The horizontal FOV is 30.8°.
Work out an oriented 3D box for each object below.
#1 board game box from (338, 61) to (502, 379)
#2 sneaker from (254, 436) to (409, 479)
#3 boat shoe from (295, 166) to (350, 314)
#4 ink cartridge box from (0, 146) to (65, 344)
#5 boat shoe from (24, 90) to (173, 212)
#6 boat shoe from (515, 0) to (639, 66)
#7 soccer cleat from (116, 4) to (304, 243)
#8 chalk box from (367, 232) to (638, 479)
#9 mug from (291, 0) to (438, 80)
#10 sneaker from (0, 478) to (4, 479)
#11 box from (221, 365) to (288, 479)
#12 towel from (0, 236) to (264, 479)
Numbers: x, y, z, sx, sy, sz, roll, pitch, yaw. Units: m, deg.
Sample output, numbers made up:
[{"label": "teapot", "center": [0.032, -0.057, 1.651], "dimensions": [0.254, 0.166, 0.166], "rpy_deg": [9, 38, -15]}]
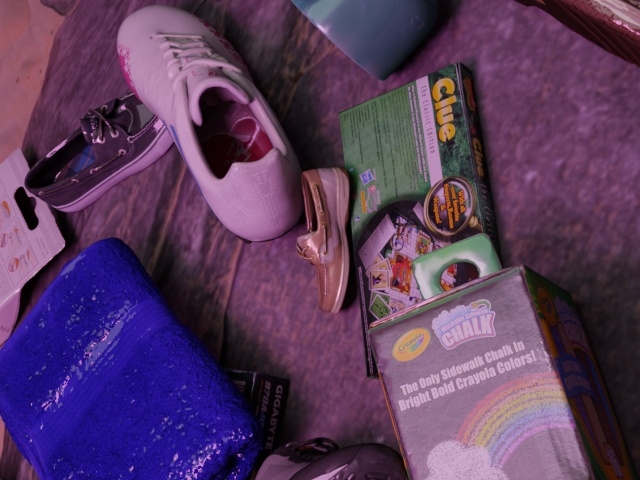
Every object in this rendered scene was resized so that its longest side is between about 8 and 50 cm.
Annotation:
[{"label": "board game box", "center": [0.088, -0.017, 1.026], "dimensions": [0.136, 0.030, 0.260], "rpy_deg": [-20, 65, 34]}, {"label": "sneaker", "center": [-0.008, 0.200, 0.930], "dimensions": [0.271, 0.100, 0.108], "rpy_deg": [130, 148, -58]}, {"label": "boat shoe", "center": [0.000, 0.000, 1.061], "dimensions": [0.050, 0.045, 0.135], "rpy_deg": [157, 114, -72]}, {"label": "ink cartridge box", "center": [-0.393, 0.026, 1.381], "dimensions": [0.224, 0.056, 0.181], "rpy_deg": [-40, 55, 9]}, {"label": "boat shoe", "center": [-0.239, -0.112, 1.277], "dimensions": [0.228, 0.076, 0.080], "rpy_deg": [-32, 59, 27]}, {"label": "boat shoe", "center": [0.218, -0.227, 0.950], "dimensions": [0.095, 0.095, 0.257], "rpy_deg": [-53, 51, 5]}, {"label": "soccer cleat", "center": [-0.110, -0.147, 1.133], "dimensions": [0.116, 0.143, 0.331], "rpy_deg": [-28, 59, -11]}, {"label": "chalk box", "center": [0.129, 0.103, 0.866], "dimensions": [0.132, 0.132, 0.213], "rpy_deg": [-23, 68, 21]}, {"label": "mug", "center": [0.042, -0.222, 1.044], "dimensions": [0.129, 0.158, 0.097], "rpy_deg": [44, 103, 2]}, {"label": "sneaker", "center": [-0.420, 0.323, 1.274], "dimensions": [0.235, 0.094, 0.153], "rpy_deg": [18, 89, 40]}, {"label": "box", "center": [-0.143, 0.203, 1.122], "dimensions": [0.220, 0.051, 0.175], "rpy_deg": [2, 78, 38]}, {"label": "towel", "center": [-0.200, 0.161, 1.095], "dimensions": [0.228, 0.076, 0.308], "rpy_deg": [-55, 51, 12]}]
